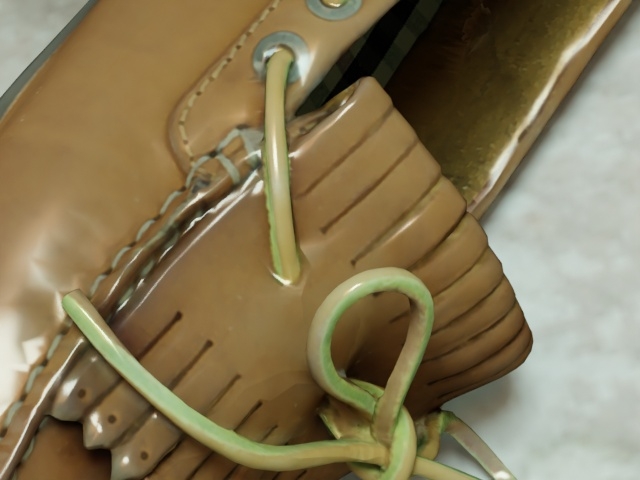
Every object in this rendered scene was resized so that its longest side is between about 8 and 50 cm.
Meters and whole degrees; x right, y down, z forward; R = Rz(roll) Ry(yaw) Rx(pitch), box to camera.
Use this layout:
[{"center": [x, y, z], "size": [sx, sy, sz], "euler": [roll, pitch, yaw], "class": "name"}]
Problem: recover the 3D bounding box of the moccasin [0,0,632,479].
[{"center": [0.001, 0.002, 0.500], "size": [0.147, 0.139, 0.380], "euler": [19, 61, 26], "class": "moccasin"}]
